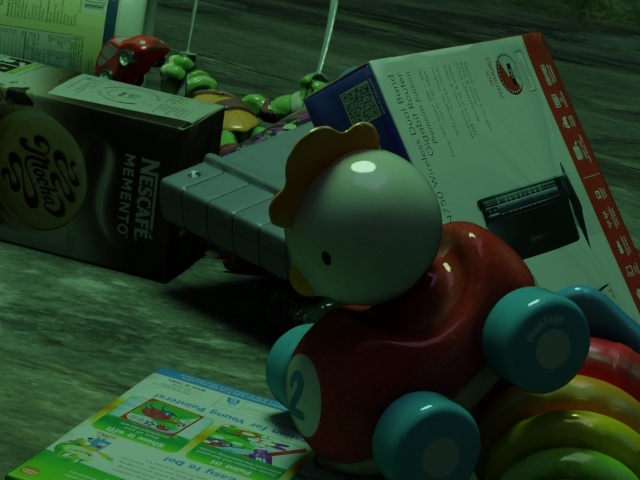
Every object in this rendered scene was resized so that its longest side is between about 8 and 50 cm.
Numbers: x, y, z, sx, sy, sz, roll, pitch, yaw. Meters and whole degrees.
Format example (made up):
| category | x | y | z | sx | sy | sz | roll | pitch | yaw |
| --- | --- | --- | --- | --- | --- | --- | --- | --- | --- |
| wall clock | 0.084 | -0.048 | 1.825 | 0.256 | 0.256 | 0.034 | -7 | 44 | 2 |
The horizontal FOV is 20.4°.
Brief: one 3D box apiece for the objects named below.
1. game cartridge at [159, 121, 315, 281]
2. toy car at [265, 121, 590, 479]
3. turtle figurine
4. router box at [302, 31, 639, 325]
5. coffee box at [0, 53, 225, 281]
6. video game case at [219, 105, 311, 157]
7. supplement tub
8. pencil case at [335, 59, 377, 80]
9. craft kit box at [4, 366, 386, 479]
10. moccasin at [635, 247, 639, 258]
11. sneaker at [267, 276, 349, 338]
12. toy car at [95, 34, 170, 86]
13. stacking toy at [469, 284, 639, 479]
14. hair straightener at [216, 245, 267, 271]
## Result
| category | x | y | z | sx | sy | sz | roll | pitch | yaw |
| --- | --- | --- | --- | --- | --- | --- | --- | --- | --- |
| game cartridge | 0.048 | -0.064 | 1.761 | 0.355 | 0.068 | 0.230 | -25 | 32 | -38 |
| toy car | 0.029 | 0.027 | 1.278 | 0.210 | 0.238 | 0.219 | -42 | 27 | -11 |
| turtle figurine | -0.079 | -0.165 | 2.078 | 0.198 | 0.275 | 0.266 | 35 | 17 | -50 |
| router box | 0.161 | -0.007 | 1.588 | 0.082 | 0.335 | 0.301 | -26 | -5 | 37 |
| coffee box | -0.262 | -0.082 | 1.843 | 0.297 | 0.168 | 0.119 | 13 | 19 | 16 |
| video game case | 0.010 | -0.075 | 1.905 | 0.210 | 0.041 | 0.232 | 21 | 40 | 37 |
| supplement tub | -0.387 | -0.303 | 2.352 | 0.325 | 0.235 | 0.235 | 8 | 18 | -2 |
| pencil case | 0.058 | -0.168 | 2.372 | 0.104 | 0.104 | 0.236 | 9 | 19 | 1 |
| craft kit box | -0.064 | 0.184 | 1.308 | 0.250 | 0.061 | 0.247 | 15 | 16 | 19 |
| moccasin | 0.213 | -0.032 | 1.943 | 0.139 | 0.147 | 0.380 | -4 | 22 | -35 |
| sneaker | -0.006 | 0.090 | 1.615 | 0.118 | 0.083 | 0.222 | -3 | 18 | 20 |
| toy car | -0.304 | -0.168 | 2.135 | 0.225 | 0.053 | 0.239 | -21 | -16 | -20 |
| stacking toy | 0.180 | 0.194 | 1.277 | 0.175 | 0.166 | 0.302 | 42 | 29 | -19 |
| hair straightener | 0.000 | 0.000 | 1.900 | 0.230 | 0.047 | 0.089 | -2 | 20 | -15 |
